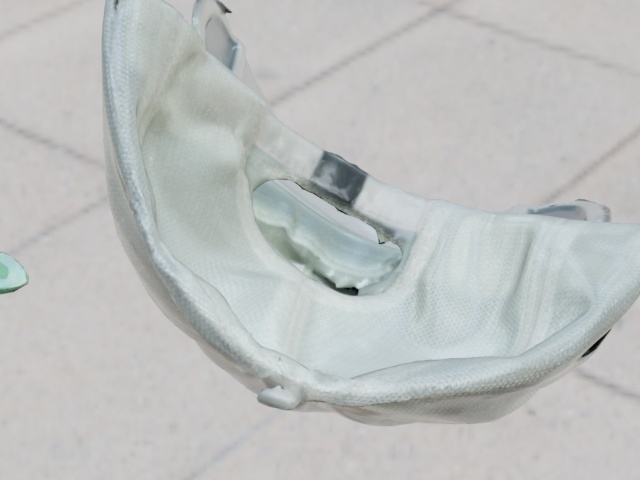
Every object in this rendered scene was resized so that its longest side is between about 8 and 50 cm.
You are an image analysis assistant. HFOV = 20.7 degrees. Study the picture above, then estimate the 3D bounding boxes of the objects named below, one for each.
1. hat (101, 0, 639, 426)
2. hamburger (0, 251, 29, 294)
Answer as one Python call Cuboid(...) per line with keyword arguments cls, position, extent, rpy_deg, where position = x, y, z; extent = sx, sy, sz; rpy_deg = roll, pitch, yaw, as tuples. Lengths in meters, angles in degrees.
Cuboid(cls="hat", position=(0.000, 0.000, 0.683), extent=(0.219, 0.226, 0.164), rpy_deg=(28, 77, -2))
Cuboid(cls="hamburger", position=(-0.206, -0.014, 0.503), extent=(0.235, 0.125, 0.214), rpy_deg=(13, 51, 6))
